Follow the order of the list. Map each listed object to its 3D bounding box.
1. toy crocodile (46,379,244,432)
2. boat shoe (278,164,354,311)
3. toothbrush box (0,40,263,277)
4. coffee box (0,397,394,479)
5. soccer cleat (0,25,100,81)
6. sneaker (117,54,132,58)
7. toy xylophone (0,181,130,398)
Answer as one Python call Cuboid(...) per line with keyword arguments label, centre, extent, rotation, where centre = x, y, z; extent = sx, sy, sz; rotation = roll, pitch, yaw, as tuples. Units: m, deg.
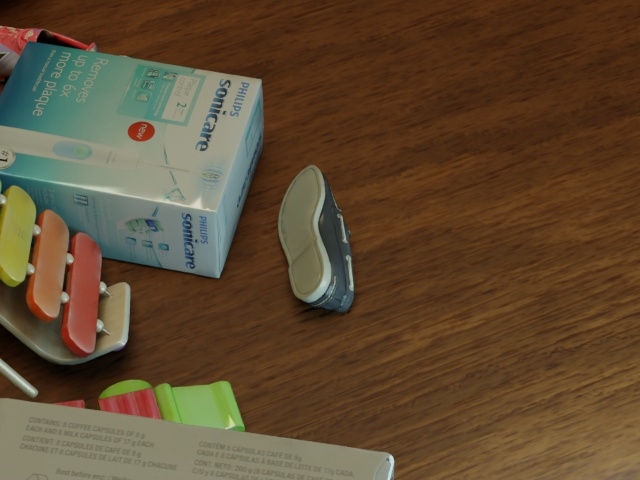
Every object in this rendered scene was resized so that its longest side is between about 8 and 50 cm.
Cuboid(label="toy crocodile", centre=(-0.247, 0.203, 1.477), extent=(0.341, 0.105, 0.115), rotation=(-10, 52, -9))
Cuboid(label="boat shoe", centre=(0.000, 0.000, 1.688), extent=(0.065, 0.075, 0.206), rotation=(31, 35, -32))
Cuboid(label="toothbrush box", centre=(-0.232, -0.097, 1.707), extent=(0.296, 0.126, 0.216), rotation=(12, 52, 7))
Cuboid(label="coffee box", centre=(-0.135, 0.376, 1.191), extent=(0.338, 0.334, 0.338), rotation=(8, 50, 6))
Cuboid(label="soccer cleat", centre=(-0.381, -0.241, 1.839), extent=(0.248, 0.095, 0.083), rotation=(18, 53, 13))
Cuboid(label="sneaker", centre=(-0.235, -0.195, 1.840), extent=(0.109, 0.040, 0.044), rotation=(36, 61, 25))
Cuboid(label="toy xylophone", centre=(-0.328, 0.026, 1.513), extent=(0.081, 0.323, 0.236), rotation=(-35, 37, 17))
